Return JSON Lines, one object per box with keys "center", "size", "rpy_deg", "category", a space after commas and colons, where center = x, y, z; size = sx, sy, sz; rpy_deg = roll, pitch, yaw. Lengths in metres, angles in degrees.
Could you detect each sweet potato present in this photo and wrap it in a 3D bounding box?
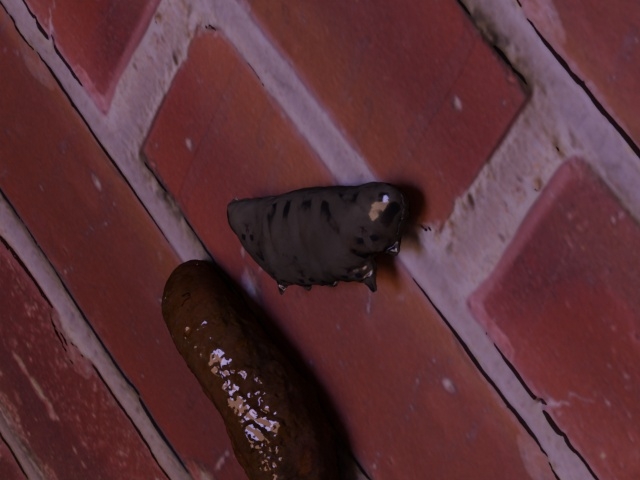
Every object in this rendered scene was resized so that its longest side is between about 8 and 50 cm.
{"center": [-0.045, 0.158, 1.761], "size": [0.341, 0.092, 0.114], "rpy_deg": [61, 167, 12], "category": "sweet potato"}

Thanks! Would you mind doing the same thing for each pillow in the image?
{"center": [-0.001, 0.001, 1.658], "size": [0.241, 0.051, 0.093], "rpy_deg": [-5, 98, 51], "category": "pillow"}
